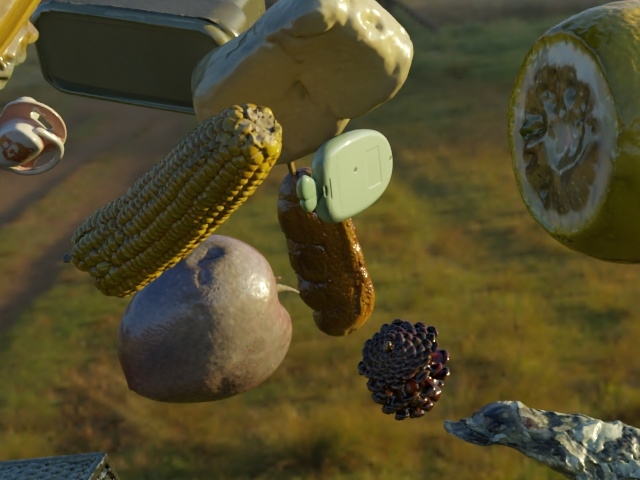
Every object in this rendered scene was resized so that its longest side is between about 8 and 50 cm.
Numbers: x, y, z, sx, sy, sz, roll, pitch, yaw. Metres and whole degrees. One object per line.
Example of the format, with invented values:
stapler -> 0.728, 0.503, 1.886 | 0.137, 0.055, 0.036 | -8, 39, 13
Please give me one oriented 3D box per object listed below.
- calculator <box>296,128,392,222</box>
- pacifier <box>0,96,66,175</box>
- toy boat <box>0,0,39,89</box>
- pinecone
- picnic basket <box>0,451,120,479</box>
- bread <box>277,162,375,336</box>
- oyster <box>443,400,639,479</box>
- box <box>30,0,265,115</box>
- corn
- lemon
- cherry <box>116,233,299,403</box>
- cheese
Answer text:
calculator -> 0.029, -0.071, 1.620 | 0.021, 0.095, 0.153 | 11, 26, 38
pacifier -> -0.293, -0.110, 1.458 | 0.099, 0.081, 0.078 | -30, 39, 25
toy boat -> -0.144, -0.177, 0.687 | 0.089, 0.310, 0.115 | 30, -23, -24
pinecone -> 0.087, 0.142, 1.571 | 0.102, 0.109, 0.102 | 5, 39, -4
picnic basket -> -0.319, 0.329, 1.590 | 0.196, 0.134, 0.154 | -8, 28, 23
bread -> 0.000, 0.000, 2.420 | 0.124, 0.344, 0.084 | -18, 22, 3
oyster -> 0.284, 0.245, 1.778 | 0.199, 0.087, 0.252 | 11, -4, -37
box -> -0.193, -0.262, 1.793 | 0.274, 0.138, 0.178 | 11, 41, 17
corn -> -0.150, -0.037, 1.523 | 0.313, 0.102, 0.102 | -36, -9, 39
lemon -> 0.307, -0.101, 1.341 | 0.219, 0.240, 0.240 | -6, 10, -22
cherry -> -0.136, 0.098, 1.830 | 0.266, 0.213, 0.183 | -37, 41, -18
cheese -> -0.028, -0.181, 1.610 | 0.263, 0.159, 0.093 | -33, 34, 36
